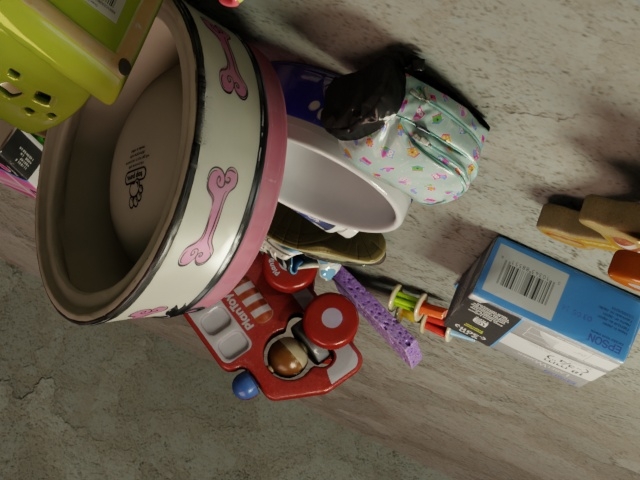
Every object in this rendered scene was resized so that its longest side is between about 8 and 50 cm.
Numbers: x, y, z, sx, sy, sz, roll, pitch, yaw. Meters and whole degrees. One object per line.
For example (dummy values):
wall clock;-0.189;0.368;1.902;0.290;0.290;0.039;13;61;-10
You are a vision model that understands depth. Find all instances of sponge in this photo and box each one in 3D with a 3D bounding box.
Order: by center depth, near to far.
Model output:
sponge;0.098;0.133;2.294;0.210;0.031;0.117;45;173;22

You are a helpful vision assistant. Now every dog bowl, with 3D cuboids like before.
dog bowl;-0.191;-0.091;1.540;0.150;0.408;0.408;12;173;-35
dog bowl;0.004;-0.117;1.652;0.265;0.104;0.265;23;164;7

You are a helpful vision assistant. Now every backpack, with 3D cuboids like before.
backpack;0.102;-0.123;1.471;0.182;0.115;0.152;30;161;-27

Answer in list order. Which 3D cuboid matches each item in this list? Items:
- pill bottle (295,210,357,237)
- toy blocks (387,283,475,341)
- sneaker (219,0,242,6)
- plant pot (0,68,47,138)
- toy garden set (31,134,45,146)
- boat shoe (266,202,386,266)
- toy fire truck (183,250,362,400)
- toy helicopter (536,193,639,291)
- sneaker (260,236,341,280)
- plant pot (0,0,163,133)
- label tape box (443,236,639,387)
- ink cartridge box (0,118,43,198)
pill bottle;0.007;-0.053;1.916;0.120;0.067;0.067;33;162;-28
toy blocks;0.201;0.135;2.261;0.148;0.054;0.123;19;164;19
sneaker;-0.132;-0.308;1.255;0.208;0.094;0.081;34;163;-26
plant pot;-0.404;-0.237;1.850;0.237;0.109;0.237;23;165;7
toy garden set;-0.487;-0.153;2.145;0.244;0.049;0.204;24;168;23
boat shoe;0.001;-0.001;2.072;0.224;0.080;0.073;15;157;16
toy fire truck;-0.082;0.154;2.286;0.302;0.254;0.169;54;169;11
toy helicopter;0.385;0.000;1.502;0.235;0.140;0.355;22;177;-24
sneaker;-0.068;0.007;2.185;0.237;0.086;0.085;16;160;30
plant pot;-0.303;-0.271;1.405;0.207;0.227;0.228;-1;150;45
label tape box;0.324;0.125;1.959;0.241;0.106;0.333;25;164;2
ink cartridge box;-0.570;-0.171;2.044;0.371;0.069;0.176;24;164;32
